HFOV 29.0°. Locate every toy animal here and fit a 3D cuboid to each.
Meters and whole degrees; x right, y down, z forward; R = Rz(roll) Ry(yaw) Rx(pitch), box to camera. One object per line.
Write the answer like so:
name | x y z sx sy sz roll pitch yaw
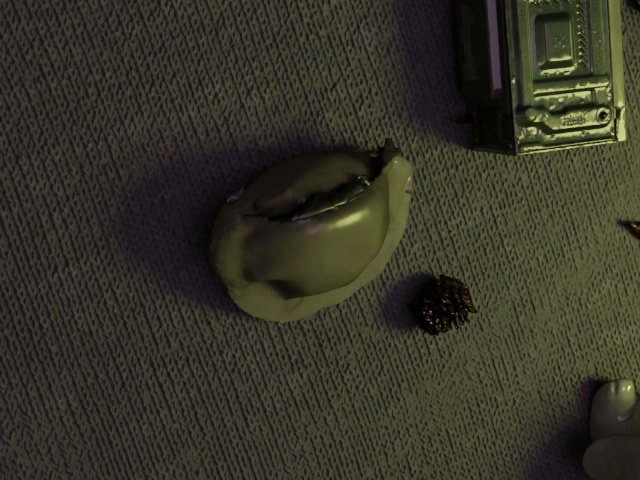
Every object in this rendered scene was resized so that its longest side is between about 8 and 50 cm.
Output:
toy animal | 0.511 0.301 1.649 0.272 0.265 0.205 8 96 -21

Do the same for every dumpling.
dumpling | 0.007 -0.005 1.498 0.293 0.163 0.204 -20 99 -27

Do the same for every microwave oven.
microwave oven | 0.274 -0.236 1.564 0.194 0.145 0.240 -9 100 -20

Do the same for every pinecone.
pinecone | 0.158 0.086 1.605 0.077 0.077 0.083 41 107 -19

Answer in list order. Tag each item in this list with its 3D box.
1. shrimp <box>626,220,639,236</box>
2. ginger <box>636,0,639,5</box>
shrimp | 0.465 0.018 1.722 0.127 0.025 0.091 32 88 -22
ginger | 0.493 -0.348 1.670 0.214 0.059 0.133 25 83 -22
